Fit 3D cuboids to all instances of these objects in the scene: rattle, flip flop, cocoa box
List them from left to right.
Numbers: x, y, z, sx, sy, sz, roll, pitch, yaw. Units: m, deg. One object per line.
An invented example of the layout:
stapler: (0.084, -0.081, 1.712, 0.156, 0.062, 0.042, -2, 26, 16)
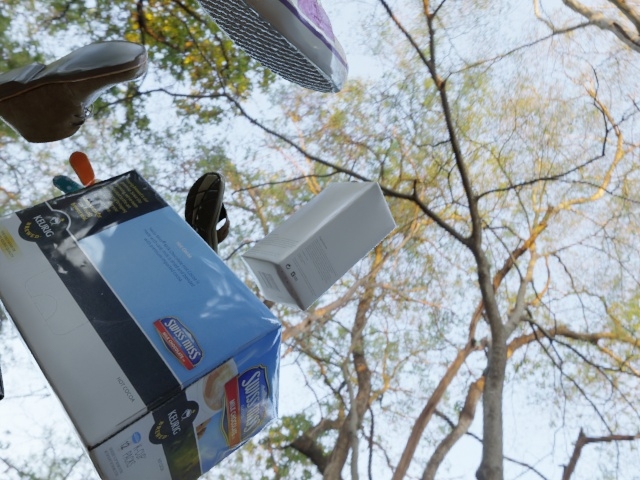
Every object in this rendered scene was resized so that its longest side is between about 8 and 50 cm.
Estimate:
rattle: (-0.342, -0.030, 0.879, 0.142, 0.130, 0.200, 39, -47, 19)
cocoa box: (-0.238, 0.116, 0.689, 0.347, 0.228, 0.231, 41, -36, 30)
flip flop: (-0.254, -0.024, 1.262, 0.112, 0.080, 0.277, 14, -74, 39)

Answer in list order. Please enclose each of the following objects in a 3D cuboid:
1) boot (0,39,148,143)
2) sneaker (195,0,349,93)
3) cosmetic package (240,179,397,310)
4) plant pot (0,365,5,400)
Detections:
boot: (-0.390, -0.236, 0.866, 0.305, 0.112, 0.115, -8, -52, 20)
sneaker: (-0.045, -0.258, 0.443, 0.282, 0.161, 0.102, 38, -10, -38)
cosmetic package: (0.000, 0.000, 1.418, 0.197, 0.365, 0.155, 9, -49, 55)
plant pot: (-0.661, 0.214, 0.903, 0.187, 0.167, 0.188, -37, -41, 21)
